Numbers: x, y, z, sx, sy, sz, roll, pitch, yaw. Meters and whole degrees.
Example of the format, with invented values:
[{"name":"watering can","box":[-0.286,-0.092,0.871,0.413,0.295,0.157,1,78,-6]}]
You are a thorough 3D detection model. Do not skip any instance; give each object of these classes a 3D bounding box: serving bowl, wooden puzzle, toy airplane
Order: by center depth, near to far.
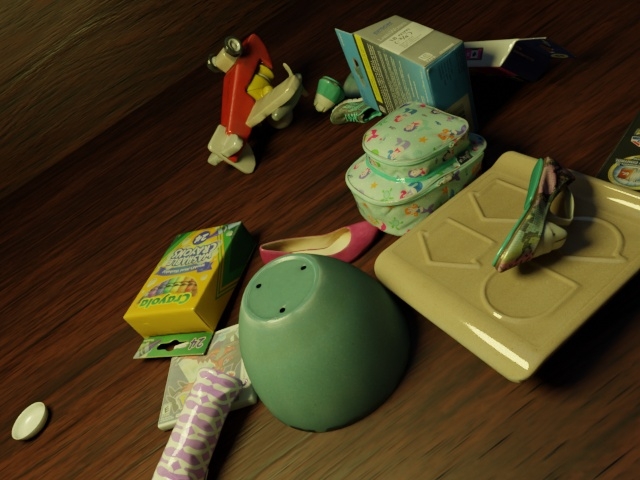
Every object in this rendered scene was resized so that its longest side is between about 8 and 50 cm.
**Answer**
[{"name":"wooden puzzle","box":[0.309,0.024,0.771,0.348,0.080,0.322,-40,41,-11]},{"name":"serving bowl","box":[-0.632,0.401,1.060,0.083,0.027,0.083,-19,41,17]},{"name":"toy airplane","box":[-0.201,-0.382,1.454,0.384,0.272,0.386,-61,41,26]}]

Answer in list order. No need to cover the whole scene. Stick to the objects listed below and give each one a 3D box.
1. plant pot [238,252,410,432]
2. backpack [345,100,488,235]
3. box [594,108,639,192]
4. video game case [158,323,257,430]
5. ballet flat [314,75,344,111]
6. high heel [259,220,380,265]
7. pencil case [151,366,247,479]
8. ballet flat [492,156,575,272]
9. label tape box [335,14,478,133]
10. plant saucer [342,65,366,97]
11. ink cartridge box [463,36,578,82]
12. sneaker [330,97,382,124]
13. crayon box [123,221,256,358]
[{"name":"plant pot","box":[-0.020,0.134,0.795,0.290,0.195,0.290,-18,41,17]},{"name":"backpack","box":[0.181,-0.140,0.958,0.253,0.191,0.225,-40,43,-7]},{"name":"box","box":[0.601,-0.111,0.741,0.270,0.060,0.216,22,62,46]},{"name":"video game case","box":[-0.211,0.255,0.933,0.201,0.023,0.183,-21,40,14]},{"name":"ballet flat","box":[0.021,-0.408,1.387,0.087,0.083,0.247,-58,5,10]},{"name":"high heel","box":[0.000,0.000,0.984,0.244,0.117,0.082,-26,39,8]},{"name":"pencil case","box":[-0.198,0.315,0.794,0.088,0.086,0.206,18,65,1]},{"name":"ballet flat","box":[0.328,-0.034,0.710,0.079,0.077,0.221,26,62,16]},{"name":"label tape box","box":[0.199,-0.379,1.119,0.106,0.240,0.333,-38,47,-5]},{"name":"plant saucer","box":[0.150,-0.517,1.497,0.195,0.037,0.195,-19,41,17]},{"name":"ink cartridge box","box":[0.380,-0.421,1.138,0.371,0.176,0.069,17,104,46]},{"name":"sneaker","box":[0.104,-0.356,1.341,0.167,0.065,0.076,-17,46,22]},{"name":"crayon box","box":[-0.295,0.103,1.083,0.203,0.083,0.323,-10,40,26]}]
